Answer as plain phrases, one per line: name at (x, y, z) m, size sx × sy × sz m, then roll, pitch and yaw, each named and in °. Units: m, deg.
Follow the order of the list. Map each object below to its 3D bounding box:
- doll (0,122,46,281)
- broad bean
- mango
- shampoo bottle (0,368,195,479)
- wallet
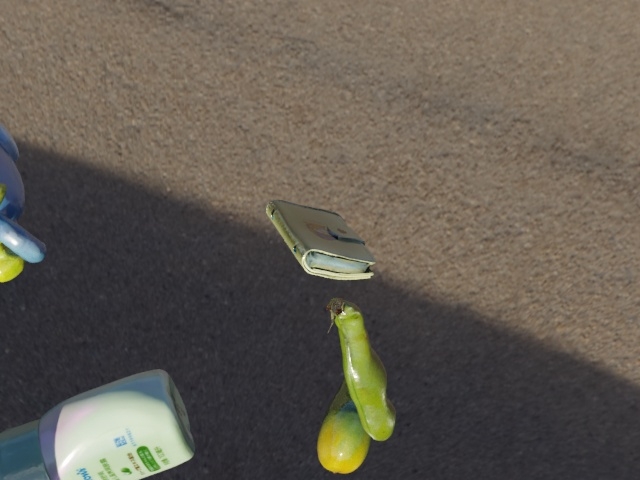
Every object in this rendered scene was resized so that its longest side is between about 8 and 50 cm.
doll at (-0.306, -0.099, 0.567) m, size 0.099 × 0.346 × 0.341 m, roll -42°, pitch 83°, yaw -17°
broad bean at (0.055, 0.189, 1.179) m, size 0.056 × 0.318 × 0.098 m, roll -2°, pitch 47°, yaw 24°
mango at (0.060, 0.394, 1.798) m, size 0.114 × 0.156 × 0.251 m, roll 7°, pitch 43°, yaw 6°
shampoo bottle at (-0.406, 0.354, 1.402) m, size 0.349 × 0.222 × 0.151 m, roll -18°, pitch 51°, yaw -5°
wallet at (0.000, 0.000, 1.050) m, size 0.110 × 0.039 × 0.155 m, roll 10°, pitch 22°, yaw -25°
